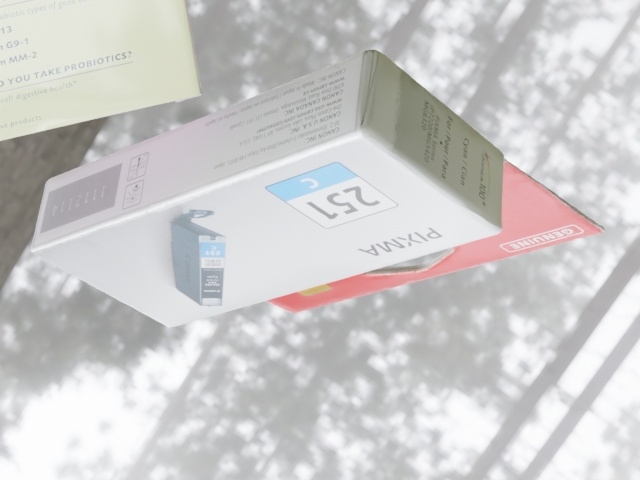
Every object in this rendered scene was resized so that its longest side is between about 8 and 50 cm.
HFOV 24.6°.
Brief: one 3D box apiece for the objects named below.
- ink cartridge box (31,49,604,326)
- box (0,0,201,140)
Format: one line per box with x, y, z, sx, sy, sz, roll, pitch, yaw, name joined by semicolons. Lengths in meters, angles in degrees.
0.000;0.000;0.992;0.261;0.296;0.066;32;-126;-40;ink cartridge box
-0.195;-0.181;0.815;0.214;0.243;0.117;-14;-131;-8;box
